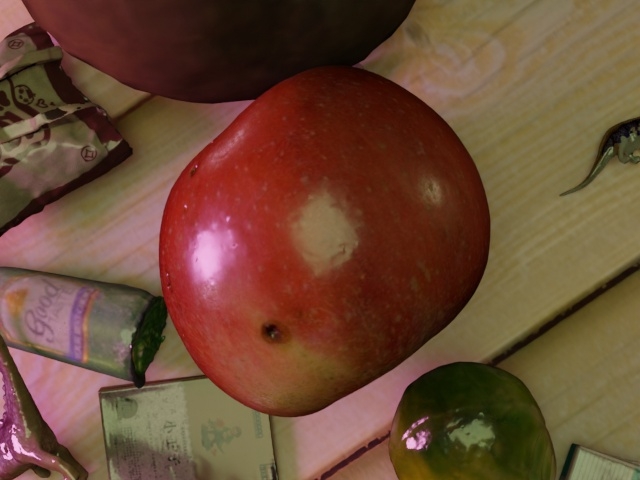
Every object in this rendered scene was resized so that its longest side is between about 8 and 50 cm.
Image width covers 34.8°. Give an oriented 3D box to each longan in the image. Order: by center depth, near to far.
[{"bbox_3d":[-0.114,-0.335,1.021,0.404,0.436,0.404,-5,83,41],"label":"longan"}]

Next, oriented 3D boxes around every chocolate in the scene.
[{"bbox_3d":[-0.328,0.080,1.158,0.291,0.110,0.110,12,87,8],"label":"chocolate"}]

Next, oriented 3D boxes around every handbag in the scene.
[{"bbox_3d":[-0.365,-0.117,1.157,0.235,0.127,0.213,-35,82,-5],"label":"handbag"}]

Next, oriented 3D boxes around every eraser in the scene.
[{"bbox_3d":[0.288,0.341,1.110,0.095,0.052,0.225,19,88,4],"label":"eraser"}]

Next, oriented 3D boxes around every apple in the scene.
[{"bbox_3d":[0.000,0.000,1.011,0.348,0.348,0.277,-37,89,1],"label":"apple"}]

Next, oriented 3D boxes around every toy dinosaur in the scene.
[{"bbox_3d":[-0.342,0.206,1.131,0.199,0.072,0.251,31,125,6],"label":"toy dinosaur"},{"bbox_3d":[0.348,-0.107,1.148,0.180,0.037,0.058,-44,60,-7],"label":"toy dinosaur"}]

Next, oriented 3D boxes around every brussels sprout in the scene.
[{"bbox_3d":[0.166,0.215,1.085,0.180,0.144,0.162,22,67,-16],"label":"brussels sprout"}]

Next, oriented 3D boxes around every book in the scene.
[{"bbox_3d":[-0.152,0.226,1.171,0.198,0.016,0.138,-8,85,4],"label":"book"}]

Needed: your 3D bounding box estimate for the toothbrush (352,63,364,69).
[{"bbox_3d":[-0.062,-0.071,1.183,0.030,0.025,0.342,41,90,9],"label":"toothbrush"}]
